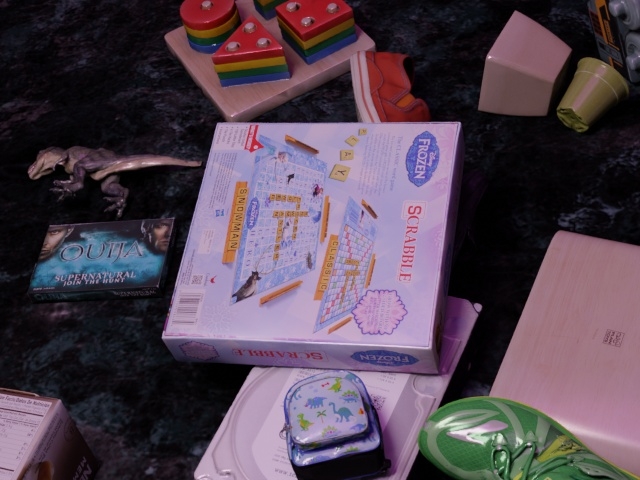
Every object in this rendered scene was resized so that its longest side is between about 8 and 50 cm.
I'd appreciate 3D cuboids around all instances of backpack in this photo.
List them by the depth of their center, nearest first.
[{"bbox_3d":[0.011,0.193,1.336,0.105,0.084,0.114,-13,43,-2],"label":"backpack"}]

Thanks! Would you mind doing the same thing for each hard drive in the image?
[{"bbox_3d":[0.026,0.189,1.438,0.237,0.064,0.339,12,51,24],"label":"hard drive"}]

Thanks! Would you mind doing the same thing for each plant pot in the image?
[{"bbox_3d":[0.364,-0.192,1.709,0.083,0.083,0.079,30,74,35],"label":"plant pot"},{"bbox_3d":[0.290,-0.235,1.747,0.096,0.109,0.109,23,56,17],"label":"plant pot"}]

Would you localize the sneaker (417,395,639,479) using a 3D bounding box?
[{"bbox_3d":[0.230,0.241,1.268,0.295,0.123,0.109,23,95,26],"label":"sneaker"}]

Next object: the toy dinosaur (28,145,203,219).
[{"bbox_3d":[-0.314,-0.093,1.794,0.268,0.064,0.118,3,42,13],"label":"toy dinosaur"}]

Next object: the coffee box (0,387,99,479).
[{"bbox_3d":[-0.354,0.304,1.372,0.098,0.141,0.246,6,48,20],"label":"coffee box"}]

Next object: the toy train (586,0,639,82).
[{"bbox_3d":[0.422,-0.355,1.680,0.142,0.334,0.190,-29,33,-5],"label":"toy train"}]

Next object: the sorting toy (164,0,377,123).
[{"bbox_3d":[-0.088,-0.326,1.933,0.255,0.089,0.257,-28,47,-12],"label":"sorting toy"}]

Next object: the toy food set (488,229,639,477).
[{"bbox_3d":[0.334,0.133,1.408,0.219,0.092,0.306,13,60,24],"label":"toy food set"}]

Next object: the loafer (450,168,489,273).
[{"bbox_3d":[0.164,-0.006,1.589,0.078,0.076,0.223,38,51,-2],"label":"loafer"}]

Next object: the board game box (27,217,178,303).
[{"bbox_3d":[-0.293,0.026,1.697,0.186,0.026,0.126,-3,47,11],"label":"board game box"}]

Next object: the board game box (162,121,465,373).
[{"bbox_3d":[0.000,0.000,1.501,0.318,0.066,0.319,2,58,16],"label":"board game box"}]

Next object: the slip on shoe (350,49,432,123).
[{"bbox_3d":[0.104,-0.154,1.710,0.101,0.123,0.331,-8,41,1],"label":"slip on shoe"}]
